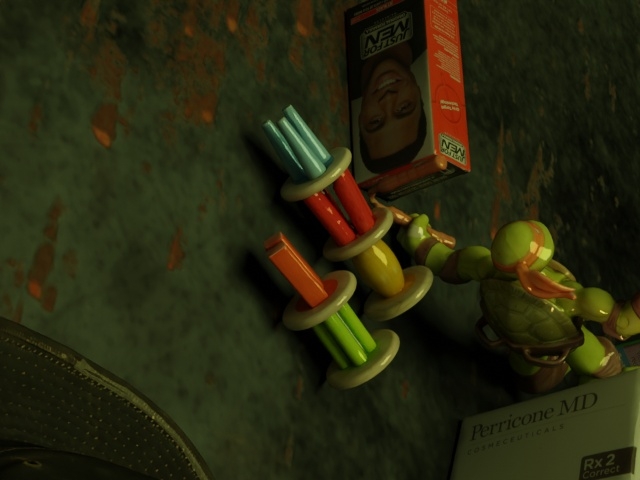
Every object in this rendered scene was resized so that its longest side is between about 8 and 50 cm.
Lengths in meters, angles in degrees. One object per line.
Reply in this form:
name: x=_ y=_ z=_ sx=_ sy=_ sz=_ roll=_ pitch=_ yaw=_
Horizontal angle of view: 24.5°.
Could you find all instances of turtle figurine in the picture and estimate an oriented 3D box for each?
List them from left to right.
turtle figurine: x=0.161 y=0.051 z=0.980 sx=0.087 sy=0.269 sz=0.217 roll=-62 pitch=144 yaw=-24

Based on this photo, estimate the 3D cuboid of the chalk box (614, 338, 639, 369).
chalk box: x=0.303 y=0.134 z=1.174 sx=0.213 sy=0.132 sz=0.132 roll=0 pitch=75 yaw=-51

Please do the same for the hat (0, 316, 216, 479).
hat: x=-0.111 y=0.164 z=0.632 sx=0.331 sy=0.134 sz=0.331 roll=26 pitch=53 yaw=-42

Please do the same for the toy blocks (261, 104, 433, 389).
toy blocks: x=0.000 y=0.000 z=0.916 sx=0.148 sy=0.054 sz=0.123 roll=55 pitch=38 yaw=-19

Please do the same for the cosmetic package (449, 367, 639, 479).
cosmetic package: x=0.177 y=0.211 z=0.958 sx=0.151 sy=0.151 sz=0.183 roll=44 pitch=42 yaw=-29

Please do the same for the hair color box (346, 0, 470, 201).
hair color box: x=0.060 y=-0.106 z=1.028 sx=0.043 sy=0.072 sz=0.141 roll=23 pitch=56 yaw=-45
